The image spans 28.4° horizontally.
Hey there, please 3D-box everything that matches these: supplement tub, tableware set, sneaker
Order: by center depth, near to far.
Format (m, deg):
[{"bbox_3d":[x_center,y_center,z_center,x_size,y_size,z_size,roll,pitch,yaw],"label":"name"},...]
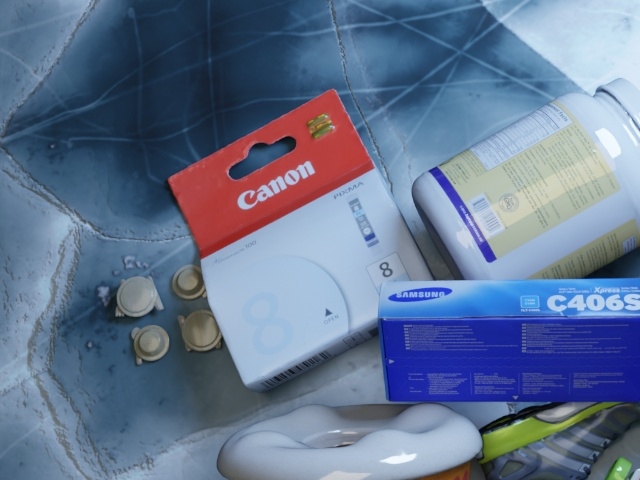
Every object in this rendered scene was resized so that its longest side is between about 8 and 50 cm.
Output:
[{"bbox_3d":[0.356,0.273,1.750,0.300,0.111,0.121,-20,89,6],"label":"sneaker"},{"bbox_3d":[0.319,-0.058,1.760,0.331,0.241,0.241,-29,72,1],"label":"supplement tub"},{"bbox_3d":[-0.228,0.111,1.926,0.169,0.020,0.141,-13,75,5],"label":"tableware set"}]

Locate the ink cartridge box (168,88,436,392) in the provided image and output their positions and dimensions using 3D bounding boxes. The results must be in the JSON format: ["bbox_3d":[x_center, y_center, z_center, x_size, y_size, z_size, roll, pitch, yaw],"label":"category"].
[{"bbox_3d":[-0.039,-0.012,1.872,0.308,0.091,0.385,-28,71,6],"label":"ink cartridge box"}]

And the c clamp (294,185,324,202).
[{"bbox_3d":[0.000,0.000,1.918,0.137,0.022,0.160,21,81,20],"label":"c clamp"}]

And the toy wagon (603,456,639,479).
[{"bbox_3d":[0.493,0.393,1.679,0.267,0.068,0.344,30,76,11],"label":"toy wagon"}]

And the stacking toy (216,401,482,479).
[{"bbox_3d":[0.056,0.469,1.682,0.351,0.350,0.479,-5,94,8],"label":"stacking toy"}]

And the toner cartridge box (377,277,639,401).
[{"bbox_3d":[0.255,0.133,1.664,0.348,0.165,0.075,-1,41,8],"label":"toner cartridge box"}]
